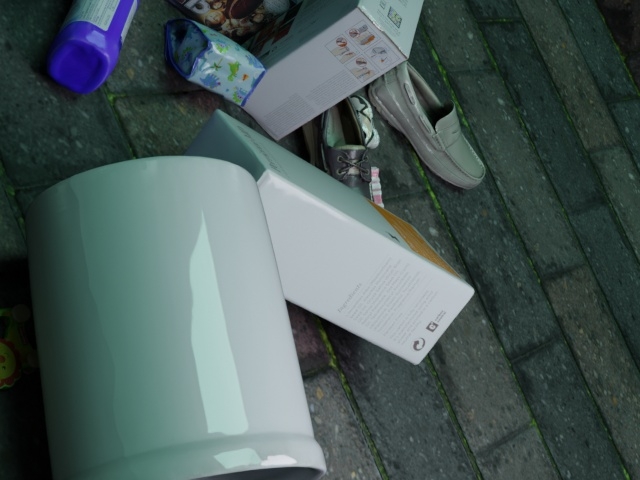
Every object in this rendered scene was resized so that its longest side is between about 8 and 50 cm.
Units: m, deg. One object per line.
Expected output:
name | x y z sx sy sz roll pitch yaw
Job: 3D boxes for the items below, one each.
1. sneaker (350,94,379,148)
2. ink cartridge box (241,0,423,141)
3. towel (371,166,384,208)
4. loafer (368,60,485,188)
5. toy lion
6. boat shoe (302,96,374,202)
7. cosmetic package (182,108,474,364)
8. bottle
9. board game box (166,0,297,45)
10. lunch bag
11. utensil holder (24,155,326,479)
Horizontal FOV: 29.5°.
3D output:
sneaker | 0.077 -0.226 2.300 0.043 0.040 0.109 -7 72 -49
ink cartridge box | 0.020 -0.359 2.092 0.130 0.309 0.272 42 41 -24
towel | 0.057 -0.048 2.143 0.144 0.029 0.197 5 62 -32
loafer | 0.229 -0.227 2.420 0.319 0.111 0.112 42 41 -24
toy lion | -0.398 0.136 1.514 0.096 0.034 0.100 -10 75 -44
boat shoe | 0.039 -0.140 2.105 0.102 0.092 0.285 1 64 -28
cosmetic package | 0.000 0.000 1.888 0.453 0.161 0.230 28 14 -36
bottle | -0.329 -0.346 1.831 0.092 0.118 0.283 29 44 -19
board game box | -0.180 -0.435 2.029 0.243 0.165 0.042 33 45 -32
lunch bag | -0.182 -0.303 2.002 0.129 0.096 0.151 24 21 -40
utensil holder | -0.189 0.131 1.502 0.327 0.327 0.386 10 61 -47
